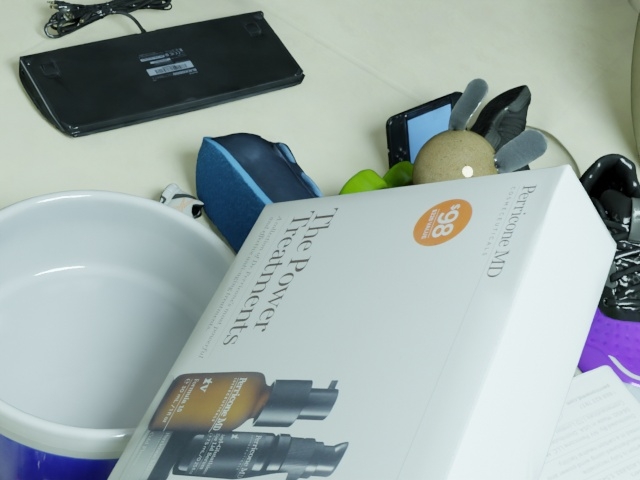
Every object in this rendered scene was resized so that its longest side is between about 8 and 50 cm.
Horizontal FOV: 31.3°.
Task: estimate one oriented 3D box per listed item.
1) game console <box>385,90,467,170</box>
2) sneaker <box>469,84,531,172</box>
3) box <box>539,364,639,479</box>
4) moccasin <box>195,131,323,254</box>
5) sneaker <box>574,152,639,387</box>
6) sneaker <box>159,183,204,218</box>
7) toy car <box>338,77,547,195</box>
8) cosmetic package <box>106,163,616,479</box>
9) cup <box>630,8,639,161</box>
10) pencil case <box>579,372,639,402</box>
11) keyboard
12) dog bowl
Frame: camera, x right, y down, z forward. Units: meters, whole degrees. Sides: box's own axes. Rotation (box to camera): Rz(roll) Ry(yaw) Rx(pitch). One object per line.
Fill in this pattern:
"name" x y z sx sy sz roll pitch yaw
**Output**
"game console" 0.141 -0.097 1.271 0.122 0.107 0.071 -24 29 -35
"sneaker" 0.204 -0.097 1.275 0.089 0.051 0.170 58 46 -19
"box" 0.211 0.300 0.801 0.168 0.215 0.345 -16 53 -29
"moccasin" 0.000 0.000 1.086 0.116 0.138 0.342 -11 52 -32
"sneaker" 0.297 0.025 1.143 0.102 0.146 0.293 8 45 -10
"sneaker" -0.149 -0.015 1.121 0.043 0.040 0.109 24 45 4
"toy car" 0.138 -0.061 1.128 0.155 0.188 0.149 44 31 20
"cosmetic package" 0.010 0.125 0.772 0.284 0.097 0.377 -4 45 39
"cup" 0.494 -0.165 1.325 0.331 0.237 0.331 9 46 -9
"pencil case" 0.335 0.210 1.000 0.273 0.113 0.124 19 68 1
"keyboard" -0.192 -0.215 1.311 0.317 0.033 0.202 -17 60 -31
"dog bowl" -0.189 0.084 0.966 0.264 0.104 0.265 8 45 -9
